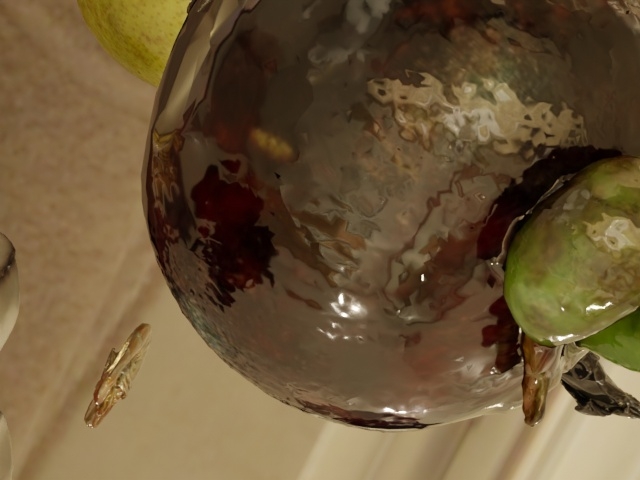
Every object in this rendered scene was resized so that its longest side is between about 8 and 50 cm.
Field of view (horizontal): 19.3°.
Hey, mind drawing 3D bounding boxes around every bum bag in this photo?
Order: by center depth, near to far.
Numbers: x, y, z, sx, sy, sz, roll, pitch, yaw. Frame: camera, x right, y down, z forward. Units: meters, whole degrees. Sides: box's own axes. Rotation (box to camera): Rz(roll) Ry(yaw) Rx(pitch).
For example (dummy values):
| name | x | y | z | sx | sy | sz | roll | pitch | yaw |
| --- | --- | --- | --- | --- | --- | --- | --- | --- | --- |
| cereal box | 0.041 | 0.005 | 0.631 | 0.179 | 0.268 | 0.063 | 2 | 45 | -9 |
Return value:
| name | x | y | z | sx | sy | sz | roll | pitch | yaw |
| --- | --- | --- | --- | --- | --- | --- | --- | --- | --- |
| bum bag | 0.230 | 0.109 | 1.788 | 0.197 | 0.049 | 0.087 | 48 | 172 | -28 |

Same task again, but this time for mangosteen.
| name | x | y | z | sx | sy | sz | roll | pitch | yaw |
| --- | --- | --- | --- | --- | --- | --- | --- | --- | --- |
| mangosteen | 0.079 | -0.026 | 0.956 | 0.359 | 0.306 | 0.306 | 43 | -159 | 19 |

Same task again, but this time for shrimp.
| name | x | y | z | sx | sy | sz | roll | pitch | yaw |
| --- | --- | --- | --- | --- | --- | --- | --- | --- | --- |
| shrimp | -0.248 | 0.172 | 2.291 | 0.045 | 0.162 | 0.095 | 28 | -164 | -9 |

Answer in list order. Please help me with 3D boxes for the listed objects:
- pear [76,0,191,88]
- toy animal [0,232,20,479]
| name | x | y | z | sx | sy | sz | roll | pitch | yaw |
| --- | --- | --- | --- | --- | --- | --- | --- | --- | --- |
| pear | -0.075 | -0.266 | 1.607 | 0.304 | 0.304 | 0.304 | 24 | -163 | -8 |
| toy animal | -0.209 | 0.069 | 0.863 | 0.127 | 0.193 | 0.178 | 17 | -151 | 5 |
